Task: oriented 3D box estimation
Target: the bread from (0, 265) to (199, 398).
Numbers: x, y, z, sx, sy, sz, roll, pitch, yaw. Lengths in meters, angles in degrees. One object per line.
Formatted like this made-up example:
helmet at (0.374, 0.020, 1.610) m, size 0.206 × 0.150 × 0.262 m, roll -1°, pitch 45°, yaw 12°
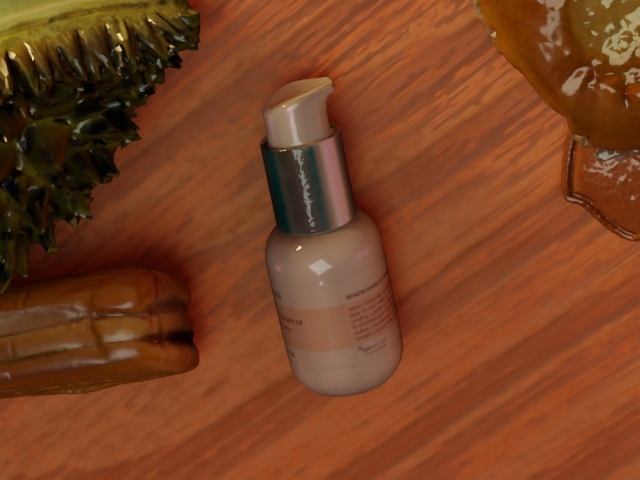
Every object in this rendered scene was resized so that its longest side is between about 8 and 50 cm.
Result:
bread at (-0.179, 0.064, 0.855) m, size 0.200 × 0.116 × 0.077 m, roll -9°, pitch 87°, yaw 14°

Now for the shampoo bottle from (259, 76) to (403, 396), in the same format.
shampoo bottle at (0.000, 0.000, 0.813) m, size 0.074 × 0.074 × 0.192 m, roll -8°, pitch 114°, yaw 12°

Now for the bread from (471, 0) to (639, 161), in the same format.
bread at (0.210, -0.182, 0.675) m, size 0.152 × 0.119 × 0.288 m, roll 42°, pitch 114°, yaw -16°

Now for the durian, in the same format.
durian at (-0.249, -0.066, 0.791) m, size 0.394 × 0.198 × 0.163 m, roll -18°, pitch 141°, yaw 11°

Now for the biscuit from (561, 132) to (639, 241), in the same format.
biscuit at (0.205, -0.049, 0.791) m, size 0.130 × 0.019 × 0.102 m, roll -11°, pitch 112°, yaw 14°
